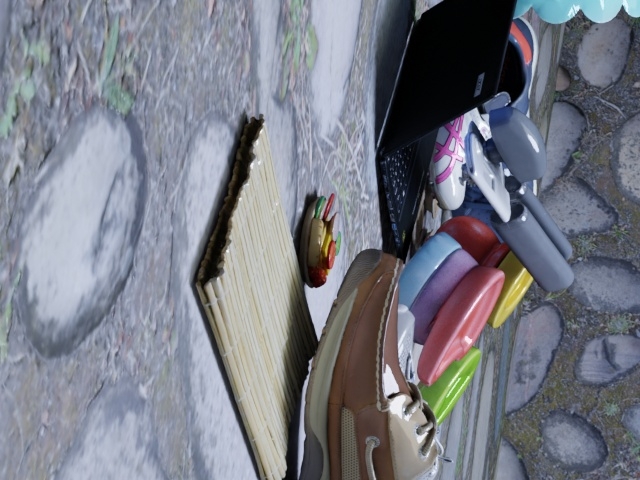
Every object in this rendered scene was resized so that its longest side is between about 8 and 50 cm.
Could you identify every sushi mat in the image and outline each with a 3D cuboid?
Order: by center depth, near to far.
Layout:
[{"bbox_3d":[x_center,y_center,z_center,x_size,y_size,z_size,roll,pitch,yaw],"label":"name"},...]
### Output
[{"bbox_3d":[-0.041,0.058,1.102,0.316,0.019,0.151,78,21,-55],"label":"sushi mat"}]

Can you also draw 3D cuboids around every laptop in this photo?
[{"bbox_3d":[0.152,-0.141,1.587,0.264,0.137,0.234,76,24,-46],"label":"laptop"}]

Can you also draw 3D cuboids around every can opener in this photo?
[{"bbox_3d":[0.229,-0.037,1.617,0.280,0.093,0.074,52,34,-47],"label":"can opener"}]

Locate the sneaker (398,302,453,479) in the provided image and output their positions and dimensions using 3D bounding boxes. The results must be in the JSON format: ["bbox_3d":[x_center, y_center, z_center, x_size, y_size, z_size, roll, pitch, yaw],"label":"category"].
[{"bbox_3d":[0.085,0.201,1.516,0.105,0.115,0.281,-45,140,-71],"label":"sneaker"}]

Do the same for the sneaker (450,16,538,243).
[{"bbox_3d":[0.223,-0.139,1.981,0.148,0.131,0.350,-10,101,-70],"label":"sneaker"}]

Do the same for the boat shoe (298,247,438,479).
[{"bbox_3d":[0.046,0.160,1.247,0.123,0.116,0.324,-66,165,-64],"label":"boat shoe"}]

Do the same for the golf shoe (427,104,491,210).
[{"bbox_3d":[0.176,-0.127,1.801,0.067,0.086,0.186,-28,120,-70],"label":"golf shoe"}]

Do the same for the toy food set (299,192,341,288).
[{"bbox_3d":[0.000,0.000,1.248,0.083,0.020,0.082,82,19,-47],"label":"toy food set"}]

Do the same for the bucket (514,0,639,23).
[{"bbox_3d":[0.297,-0.395,1.829,0.281,0.281,0.183,-57,150,-64],"label":"bucket"}]

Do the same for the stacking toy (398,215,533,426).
[{"bbox_3d":[0.125,0.102,1.744,0.279,0.130,0.309,-61,164,16],"label":"stacking toy"}]

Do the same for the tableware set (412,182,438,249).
[{"bbox_3d":[0.136,-0.003,1.865,0.141,0.020,0.168,-62,155,-59],"label":"tableware set"}]
